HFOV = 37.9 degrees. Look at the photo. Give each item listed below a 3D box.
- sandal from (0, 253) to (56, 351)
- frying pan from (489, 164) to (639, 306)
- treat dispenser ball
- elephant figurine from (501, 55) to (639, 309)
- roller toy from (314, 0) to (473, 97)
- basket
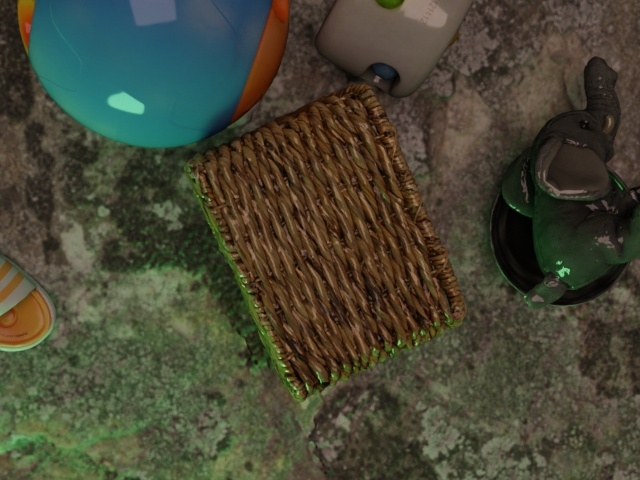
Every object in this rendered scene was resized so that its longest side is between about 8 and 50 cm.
[{"bbox_3d":[-0.435,0.036,1.101,0.265,0.076,0.102,44,88,-7],"label":"sandal"},{"bbox_3d":[0.356,-0.059,1.200,0.326,0.053,0.197,-44,96,-4],"label":"frying pan"},{"bbox_3d":[-0.178,-0.244,1.007,0.288,0.288,0.288,0,94,-7],"label":"treat dispenser ball"},{"bbox_3d":[0.299,-0.074,1.116,0.169,0.186,0.239,-34,80,40],"label":"elephant figurine"},{"bbox_3d":[0.096,-0.273,1.088,0.146,0.209,0.191,29,129,-7],"label":"roller toy"},{"bbox_3d":[0.000,0.000,1.082,0.223,0.213,0.299,-26,95,-7],"label":"basket"}]
